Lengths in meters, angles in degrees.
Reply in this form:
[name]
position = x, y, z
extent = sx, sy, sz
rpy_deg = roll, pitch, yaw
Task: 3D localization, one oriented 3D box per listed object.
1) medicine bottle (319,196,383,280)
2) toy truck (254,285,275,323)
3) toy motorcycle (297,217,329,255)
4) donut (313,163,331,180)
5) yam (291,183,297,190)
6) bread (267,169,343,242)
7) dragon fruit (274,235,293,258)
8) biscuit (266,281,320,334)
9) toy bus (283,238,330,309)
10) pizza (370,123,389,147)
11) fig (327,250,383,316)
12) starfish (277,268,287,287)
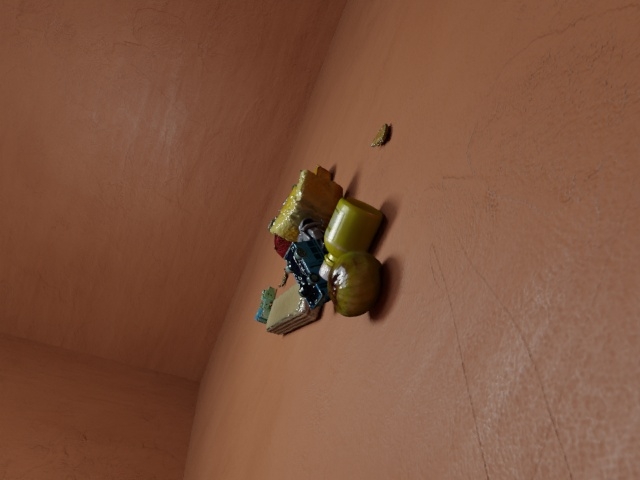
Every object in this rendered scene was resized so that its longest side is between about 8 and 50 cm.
[medicine bottle]
position = 0.066, 0.005, 1.153
extent = 0.122, 0.122, 0.212
rpy_deg = -109, 41, -68
[toy truck]
position = -0.241, 0.290, 2.057
extent = 0.081, 0.067, 0.175
rpy_deg = -40, 29, 53
[toy motorcycle]
position = 0.000, 0.000, 1.364
extent = 0.215, 0.080, 0.122
rpy_deg = 21, 125, 48
[donut]
position = -0.012, -0.218, 1.844
extent = 0.190, 0.075, 0.174
rpy_deg = 134, 151, -68
[yam]
position = -0.103, -0.255, 2.245
extent = 0.169, 0.068, 0.068
rpy_deg = -127, 58, -72
[bread]
position = -0.027, -0.085, 1.493
extent = 0.262, 0.204, 0.162
rpy_deg = -62, 26, 13
[dragon fruit]
position = -0.142, -0.049, 1.992
extent = 0.161, 0.126, 0.274
rpy_deg = -92, 26, -55
[biscuit]
position = -0.092, 0.229, 1.540
extent = 0.426, 0.079, 0.143
rpy_deg = 140, 147, -62
[toy bus]
position = -0.019, 0.093, 1.275
extent = 0.184, 0.106, 0.090
rpy_deg = 60, 140, 24
[pizza]
position = 0.180, -0.303, 1.331
extent = 0.078, 0.025, 0.083
rpy_deg = -45, 22, 50
[fig]
position = 0.074, 0.096, 1.004
extent = 0.136, 0.121, 0.152
rpy_deg = 4, 75, 71
[starfish]
position = -0.167, 0.173, 1.995
extent = 0.078, 0.028, 0.091
rpy_deg = -81, 14, -56
